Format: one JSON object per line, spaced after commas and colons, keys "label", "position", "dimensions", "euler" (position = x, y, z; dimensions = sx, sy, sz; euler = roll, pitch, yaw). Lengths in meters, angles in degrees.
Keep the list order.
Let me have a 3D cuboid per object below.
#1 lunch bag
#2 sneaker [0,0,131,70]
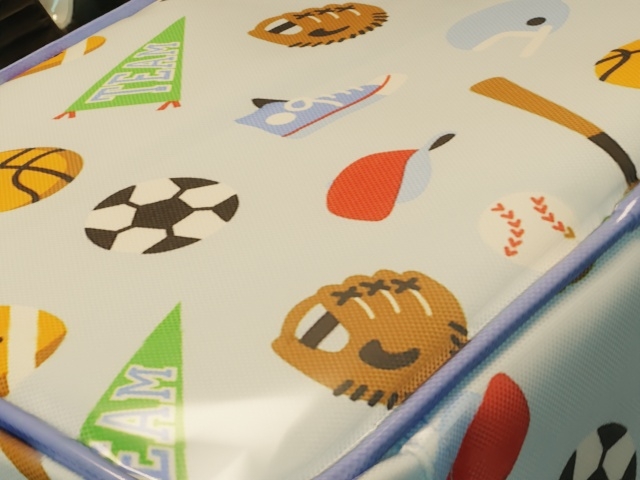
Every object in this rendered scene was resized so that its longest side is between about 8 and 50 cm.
{"label": "lunch bag", "position": [0.000, 0.000, 0.474], "dimensions": [0.243, 0.303, 0.115], "euler": [18, 128, 38]}
{"label": "sneaker", "position": [-0.198, 0.003, 0.638], "dimensions": [0.258, 0.169, 0.447], "euler": [2, 96, 27]}
